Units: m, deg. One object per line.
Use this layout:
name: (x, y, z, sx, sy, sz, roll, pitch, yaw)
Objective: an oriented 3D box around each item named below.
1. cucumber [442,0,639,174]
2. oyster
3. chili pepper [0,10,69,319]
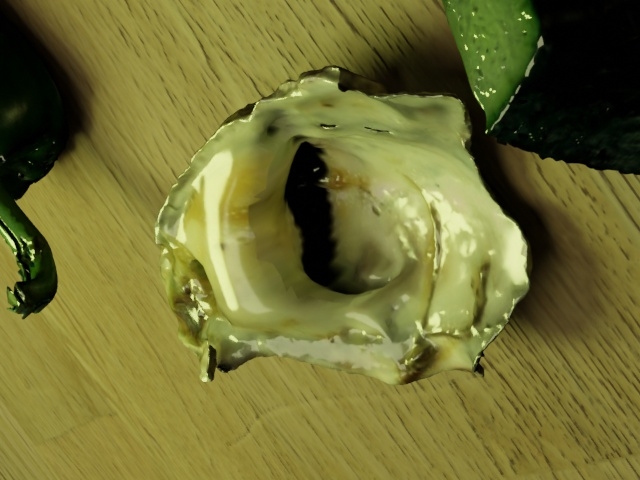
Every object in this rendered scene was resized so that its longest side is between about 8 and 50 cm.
cucumber: (0.143, -0.087, 0.663, 0.086, 0.193, 0.115, -27, 71, 57)
oyster: (0.007, -0.005, 0.962, 0.271, 0.100, 0.275, 28, 130, 30)
chili pepper: (-0.276, -0.057, 1.207, 0.261, 0.174, 0.165, 58, 153, 0)
